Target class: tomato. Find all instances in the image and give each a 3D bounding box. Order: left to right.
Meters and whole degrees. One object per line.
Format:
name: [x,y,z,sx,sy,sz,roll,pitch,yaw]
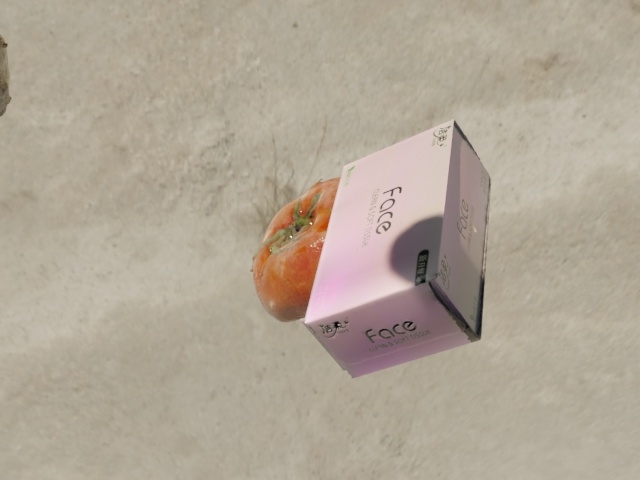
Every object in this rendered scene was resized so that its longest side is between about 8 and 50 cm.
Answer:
tomato: [0.000,0.000,1.323,0.095,0.237,0.236,48,71,-26]

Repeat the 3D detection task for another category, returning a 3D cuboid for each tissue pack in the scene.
tissue pack: [0.082,0.005,1.009,0.149,0.092,0.246,-22,34,28]

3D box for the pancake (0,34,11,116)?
pancake: [-0.477,-0.170,1.235,0.244,0.266,0.057,-44,81,6]
